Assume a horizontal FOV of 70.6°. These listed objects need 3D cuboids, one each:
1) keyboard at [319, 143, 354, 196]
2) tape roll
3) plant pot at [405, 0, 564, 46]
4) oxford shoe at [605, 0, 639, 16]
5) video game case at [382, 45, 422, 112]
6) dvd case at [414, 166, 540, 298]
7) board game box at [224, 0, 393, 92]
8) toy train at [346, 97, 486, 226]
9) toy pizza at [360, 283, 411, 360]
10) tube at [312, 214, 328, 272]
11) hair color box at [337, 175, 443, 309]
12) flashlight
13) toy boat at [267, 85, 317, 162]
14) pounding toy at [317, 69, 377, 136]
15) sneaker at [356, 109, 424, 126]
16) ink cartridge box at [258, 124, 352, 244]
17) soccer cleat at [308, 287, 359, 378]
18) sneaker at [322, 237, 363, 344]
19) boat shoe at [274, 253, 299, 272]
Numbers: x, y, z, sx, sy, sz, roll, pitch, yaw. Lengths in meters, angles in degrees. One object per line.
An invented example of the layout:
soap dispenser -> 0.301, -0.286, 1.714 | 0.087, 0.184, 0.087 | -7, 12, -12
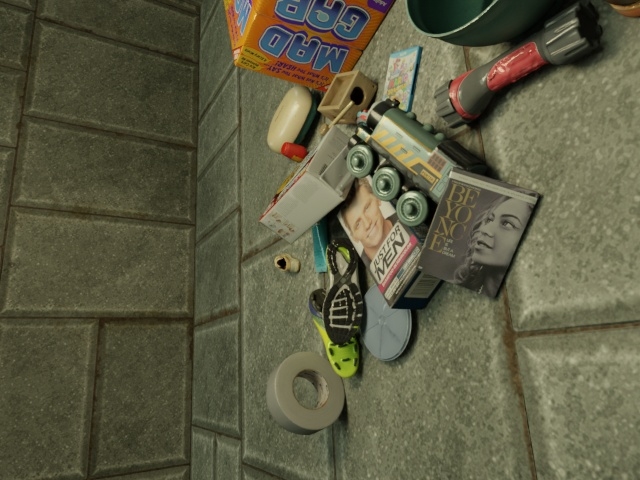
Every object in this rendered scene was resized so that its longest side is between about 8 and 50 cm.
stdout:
keyboard -> 0.080, -0.210, 1.195 | 0.256, 0.072, 0.014 | -54, 4, -40
tape roll -> -0.042, 0.433, 1.289 | 0.072, 0.219, 0.219 | -50, 44, 46
plant pot -> 0.330, -0.490, 0.835 | 0.293, 0.196, 0.292 | -18, 68, 53
oxford shoe -> 0.490, -0.527, 0.635 | 0.130, 0.133, 0.363 | 29, 109, 58
video game case -> 0.213, -0.424, 1.210 | 0.119, 0.015, 0.166 | 20, 102, 59
dvd case -> 0.299, -0.014, 0.882 | 0.165, 0.018, 0.221 | 21, 107, 15
board game box -> -0.058, -0.741, 1.389 | 0.356, 0.357, 0.356 | -50, 44, 45
toy train -> 0.201, -0.171, 1.005 | 0.334, 0.142, 0.190 | 48, 123, 27
toy pizza -> 0.169, 0.204, 1.155 | 0.201, 0.032, 0.201 | -17, 70, 57
tube -> 0.000, 0.000, 1.470 | 0.080, 0.052, 0.206 | 163, 106, -64
hair color box -> 0.173, -0.014, 1.115 | 0.173, 0.105, 0.347 | -63, 36, 31
flashlight -> 0.358, -0.317, 0.861 | 0.304, 0.103, 0.103 | -18, 96, 57
toy boat -> -0.080, -0.376, 1.602 | 0.267, 0.148, 0.318 | -51, 36, 36
pounding toy -> 0.077, -0.377, 1.313 | 0.181, 0.094, 0.206 | 23, 85, 58
sneaker -> 0.164, -0.266, 1.180 | 0.262, 0.104, 0.125 | 44, 124, 54
ink cartridge box -> -0.015, -0.175, 1.326 | 0.309, 0.130, 0.271 | -38, 20, 50
soccer cleat -> 0.042, 0.274, 1.332 | 0.121, 0.094, 0.289 | 85, 164, -54
sneaker -> 0.063, 0.148, 1.273 | 0.121, 0.111, 0.299 | 88, -173, -64
boat shoe -> -0.138, 0.081, 1.674 | 0.170, 0.059, 0.062 | 10, 93, 60
